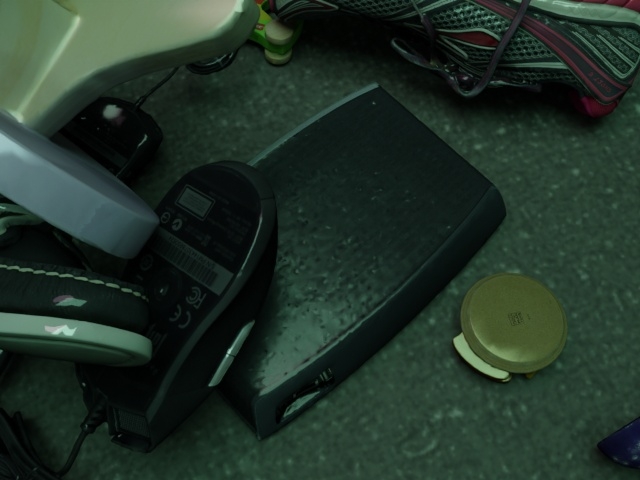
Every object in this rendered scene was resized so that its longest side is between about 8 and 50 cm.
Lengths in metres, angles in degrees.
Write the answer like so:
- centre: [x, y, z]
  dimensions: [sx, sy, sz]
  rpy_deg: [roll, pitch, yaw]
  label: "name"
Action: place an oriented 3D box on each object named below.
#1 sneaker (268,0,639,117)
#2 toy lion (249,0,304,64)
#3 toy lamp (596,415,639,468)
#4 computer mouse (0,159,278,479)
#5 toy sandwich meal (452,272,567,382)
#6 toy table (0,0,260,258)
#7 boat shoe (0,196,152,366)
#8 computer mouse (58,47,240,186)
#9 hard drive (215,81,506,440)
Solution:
- centre: [0.104, -0.169, 0.634]
  dimensions: [0.299, 0.121, 0.112]
  rpy_deg: [10, 107, 5]
  label: "sneaker"
- centre: [-0.059, -0.206, 0.699]
  dimensions: [0.100, 0.034, 0.096]
  rpy_deg: [18, 60, 7]
  label: "toy lion"
- centre: [0.284, 0.224, 0.493]
  dimensions: [0.080, 0.080, 0.274]
  rpy_deg: [-27, 70, -11]
  label: "toy lamp"
- centre: [-0.127, 0.062, 0.531]
  dimensions: [0.184, 0.060, 0.262]
  rpy_deg: [22, 83, 37]
  label: "computer mouse"
- centre: [0.136, 0.064, 0.586]
  dimensions: [0.086, 0.029, 0.085]
  rpy_deg: [1, 62, -2]
  label: "toy sandwich meal"
- centre: [-0.173, -0.130, 0.489]
  dimensions: [0.274, 0.252, 0.160]
  rpy_deg: [34, 91, 6]
  label: "toy table"
- centre: [-0.200, 0.016, 0.487]
  dimensions: [0.303, 0.114, 0.091]
  rpy_deg: [3, 72, 39]
  label: "boat shoe"
- centre: [-0.134, -0.109, 0.639]
  dimensions: [0.071, 0.041, 0.242]
  rpy_deg: [37, 77, 10]
  label: "computer mouse"
- centre: [0.000, 0.000, 0.596]
  dimensions: [0.255, 0.054, 0.172]
  rpy_deg: [-40, 73, -16]
  label: "hard drive"
